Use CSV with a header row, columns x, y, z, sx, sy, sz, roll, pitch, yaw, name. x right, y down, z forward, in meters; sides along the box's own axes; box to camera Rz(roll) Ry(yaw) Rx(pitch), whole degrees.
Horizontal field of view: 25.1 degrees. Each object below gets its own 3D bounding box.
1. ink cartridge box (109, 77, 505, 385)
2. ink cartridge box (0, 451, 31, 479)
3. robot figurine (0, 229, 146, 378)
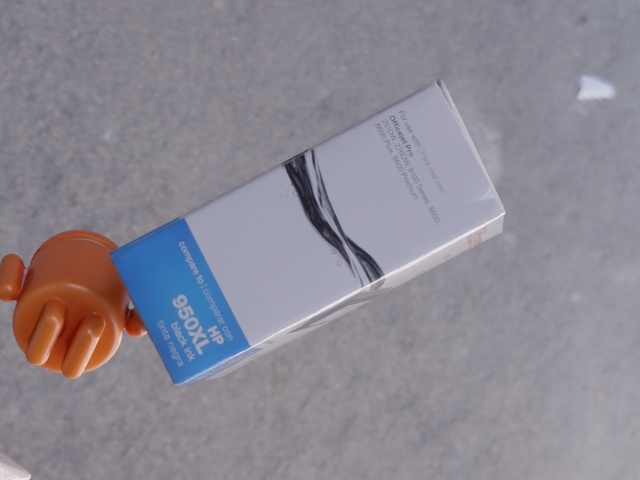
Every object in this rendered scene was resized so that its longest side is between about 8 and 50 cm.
x,y,z,sx,sy,sz,roll,pitch,yaw,name
0.000,0.000,1.607,0.395,0.166,0.285,-28,174,4,ink cartridge box
-0.449,0.220,1.479,0.119,0.207,0.353,-59,149,-9,ink cartridge box
-0.283,0.070,1.661,0.158,0.219,0.128,-12,118,5,robot figurine
